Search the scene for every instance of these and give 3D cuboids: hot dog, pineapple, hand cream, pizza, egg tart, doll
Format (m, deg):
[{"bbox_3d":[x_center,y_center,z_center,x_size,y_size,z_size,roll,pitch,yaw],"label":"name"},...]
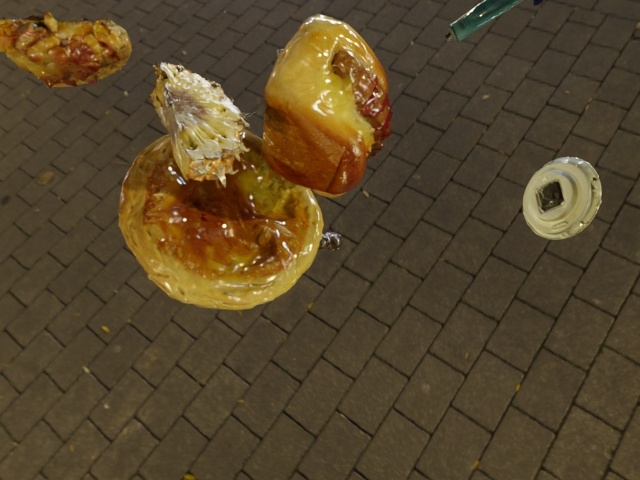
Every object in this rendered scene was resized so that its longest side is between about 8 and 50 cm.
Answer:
[{"bbox_3d":[0.016,-0.220,0.889,0.223,0.405,0.185,32,78,-1],"label":"hot dog"},{"bbox_3d":[-0.178,-0.184,0.737,0.135,0.079,0.233,-10,59,-33],"label":"pineapple"},{"bbox_3d":[0.419,-0.582,1.181,0.224,0.048,0.083,-31,54,16],"label":"hand cream"},{"bbox_3d":[-0.478,-0.334,0.844,0.290,0.229,0.081,0,92,36],"label":"pizza"},{"bbox_3d":[-0.217,-0.046,1.036,0.443,0.178,0.442,10,66,-23],"label":"egg tart"},{"bbox_3d":[0.000,0.000,1.258,0.139,0.165,0.057,7,97,-13],"label":"doll"}]

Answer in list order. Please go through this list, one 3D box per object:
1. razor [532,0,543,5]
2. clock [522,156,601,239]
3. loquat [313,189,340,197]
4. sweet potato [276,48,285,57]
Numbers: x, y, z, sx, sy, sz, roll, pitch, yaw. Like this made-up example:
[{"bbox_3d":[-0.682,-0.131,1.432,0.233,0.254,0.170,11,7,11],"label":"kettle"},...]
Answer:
[{"bbox_3d":[0.413,-0.493,0.870,0.044,0.154,0.028,-8,69,16],"label":"razor"},{"bbox_3d":[0.658,-0.120,1.302,0.053,0.236,0.236,6,55,-28],"label":"clock"},{"bbox_3d":[0.052,-0.272,1.783,0.193,0.238,0.238,8,61,-11],"label":"loquat"},{"bbox_3d":[0.009,-0.438,1.086,0.233,0.081,0.062,-20,94,-40],"label":"sweet potato"}]
